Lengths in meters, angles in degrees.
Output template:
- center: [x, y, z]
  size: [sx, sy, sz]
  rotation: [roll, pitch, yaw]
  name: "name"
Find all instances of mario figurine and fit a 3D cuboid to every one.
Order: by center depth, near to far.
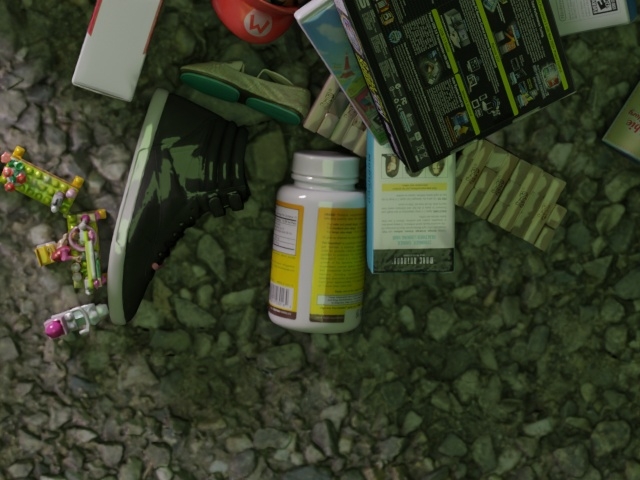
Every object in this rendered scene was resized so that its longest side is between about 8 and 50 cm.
- center: [-0.024, -0.381, 1.786]
  size: [0.198, 0.170, 0.320]
  rotation: [22, 90, 23]
  name: "mario figurine"

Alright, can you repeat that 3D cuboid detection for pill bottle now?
- center: [0.000, 0.000, 1.882]
  size: [0.117, 0.117, 0.215]
  rotation: [4, 99, -6]
  name: "pill bottle"

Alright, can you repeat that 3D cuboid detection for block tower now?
- center: [0.144, -0.107, 1.890]
  size: [0.335, 0.097, 0.091]
  rotation: [27, 96, -11]
  name: "block tower"

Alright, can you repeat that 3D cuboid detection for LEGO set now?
- center: [-0.333, -0.020, 1.854]
  size: [0.132, 0.107, 0.287]
  rotation: [-27, 101, 0]
  name: "LEGO set"

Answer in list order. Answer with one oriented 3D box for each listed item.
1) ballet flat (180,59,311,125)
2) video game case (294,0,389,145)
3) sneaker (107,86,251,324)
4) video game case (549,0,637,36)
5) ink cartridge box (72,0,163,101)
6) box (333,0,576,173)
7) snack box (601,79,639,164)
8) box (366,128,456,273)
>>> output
- center: [-0.091, -0.192, 1.883]
  size: [0.168, 0.057, 0.052]
  rotation: [21, 69, -12]
  name: "ballet flat"
- center: [0.106, -0.237, 1.709]
  size: [0.212, 0.023, 0.193]
  rotation: [-35, 121, 1]
  name: "video game case"
- center: [-0.168, -0.027, 1.867]
  size: [0.147, 0.104, 0.295]
  rotation: [14, 94, -2]
  name: "sneaker"
- center: [0.230, -0.369, 1.819]
  size: [0.244, 0.061, 0.269]
  rotation: [-8, 101, 24]
  name: "video game case"
- center: [-0.237, -0.239, 1.793]
  size: [0.072, 0.175, 0.127]
  rotation: [17, 98, -10]
  name: "ink cartridge box"
- center: [0.142, -0.236, 1.674]
  size: [0.216, 0.060, 0.270]
  rotation: [-28, 122, -5]
  name: "box"
- center: [0.490, -0.135, 1.804]
  size: [0.060, 0.322, 0.187]
  rotation: [29, 97, -35]
  name: "snack box"
- center: [0.107, -0.085, 1.812]
  size: [0.100, 0.060, 0.244]
  rotation: [-1, 100, -5]
  name: "box"
